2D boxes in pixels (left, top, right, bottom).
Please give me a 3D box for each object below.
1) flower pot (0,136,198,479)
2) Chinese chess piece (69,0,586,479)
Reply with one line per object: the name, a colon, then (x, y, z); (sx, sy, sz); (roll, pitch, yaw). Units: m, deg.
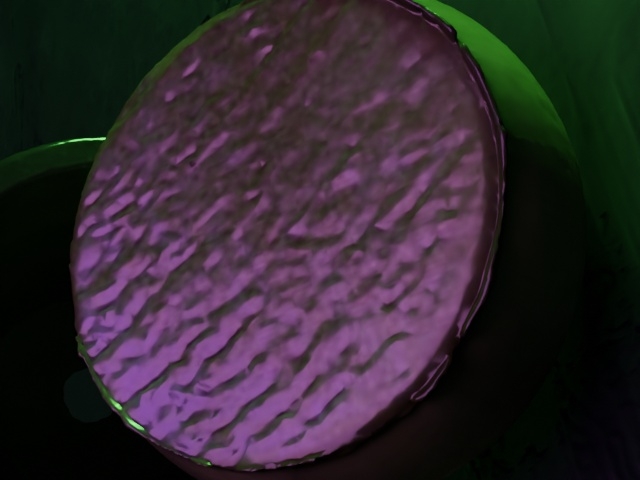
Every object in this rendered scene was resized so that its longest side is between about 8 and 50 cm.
flower pot: (-0.136, 0.083, 0.844); (0.166, 0.269, 0.269); (138, 139, -69)
Chinese chess piece: (0.000, 0.000, 0.687); (0.270, 0.112, 0.270); (-11, 68, 29)
